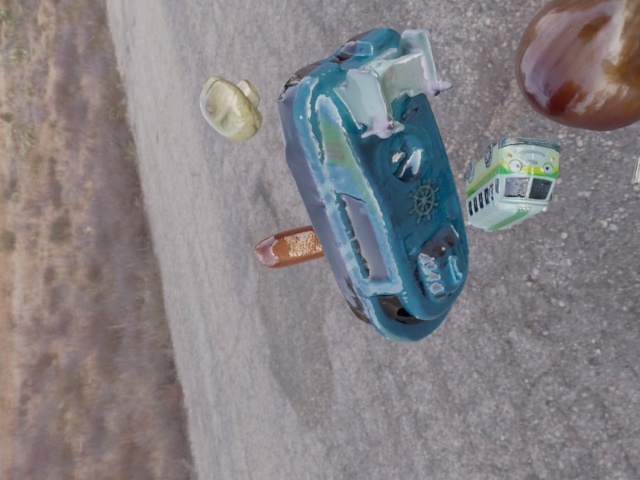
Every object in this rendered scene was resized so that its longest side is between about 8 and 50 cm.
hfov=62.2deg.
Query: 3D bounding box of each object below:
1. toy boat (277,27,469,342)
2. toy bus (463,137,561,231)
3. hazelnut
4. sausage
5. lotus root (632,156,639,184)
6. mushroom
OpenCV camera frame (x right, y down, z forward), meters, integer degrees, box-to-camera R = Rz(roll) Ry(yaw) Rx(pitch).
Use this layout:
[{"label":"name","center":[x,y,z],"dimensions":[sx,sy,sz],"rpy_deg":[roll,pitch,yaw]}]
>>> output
[{"label":"toy boat","center":[0.077,-0.017,0.449],"dimensions":[0.092,0.134,0.298],"rpy_deg":[24,148,48]},{"label":"toy bus","center":[0.418,-0.119,1.187],"dimensions":[0.276,0.134,0.164],"rpy_deg":[92,-177,-82]},{"label":"hazelnut","center":[0.661,-0.436,1.222],"dimensions":[0.359,0.409,0.359],"rpy_deg":[34,147,26]},{"label":"sausage","center":[0.000,0.000,1.373],"dimensions":[0.097,0.349,0.094],"rpy_deg":[-148,45,-75]},{"label":"lotus root","center":[0.931,-0.204,1.537],"dimensions":[0.030,0.037,0.083],"rpy_deg":[-18,-64,-74]},{"label":"mushroom","center":[-0.172,-0.259,1.036],"dimensions":[0.112,0.148,0.148],"rpy_deg":[-37,46,10]}]
